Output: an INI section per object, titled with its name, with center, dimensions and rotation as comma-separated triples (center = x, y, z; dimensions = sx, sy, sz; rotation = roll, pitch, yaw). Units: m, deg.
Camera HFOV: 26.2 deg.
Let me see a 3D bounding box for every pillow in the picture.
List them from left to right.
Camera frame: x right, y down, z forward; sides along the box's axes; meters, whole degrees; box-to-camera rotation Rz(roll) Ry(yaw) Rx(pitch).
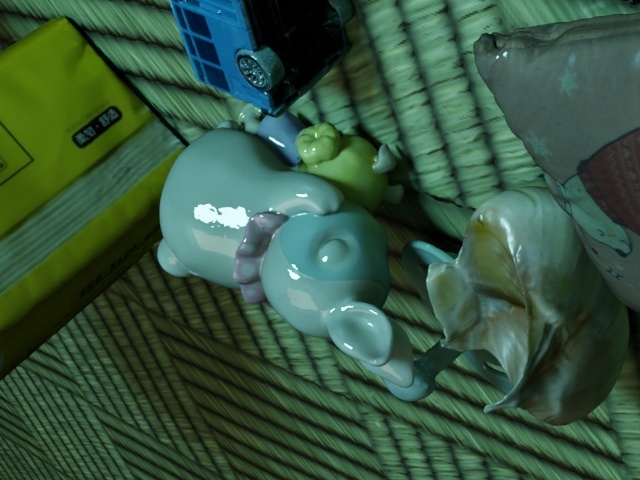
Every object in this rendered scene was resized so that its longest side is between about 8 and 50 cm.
[pillow]
center = 0.210, -0.033, 0.745
dimensions = 0.223, 0.084, 0.236
rotation = 7, 139, 50

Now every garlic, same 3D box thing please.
[garlic]
center = 0.144, 0.045, 0.921
dimensions = 0.099, 0.124, 0.174
rotation = -119, 11, -56

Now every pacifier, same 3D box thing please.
[pacifier]
center = 0.091, 0.072, 1.033
dimensions = 0.150, 0.116, 0.127
rotation = 57, 165, -28

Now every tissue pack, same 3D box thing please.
[tissue pack]
center = -0.333, 0.013, 1.260
dimensions = 0.228, 0.382, 0.293
rotation = 48, 154, 0

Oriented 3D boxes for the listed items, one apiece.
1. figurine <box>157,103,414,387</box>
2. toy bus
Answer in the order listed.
[figurine]
center = 0.000, 0.000, 1.015
dimensions = 0.235, 0.155, 0.127
rotation = 29, 159, 33
[toy bus]
center = -0.053, -0.184, 0.902
dimensions = 0.106, 0.090, 0.184
rotation = 28, 149, 35
